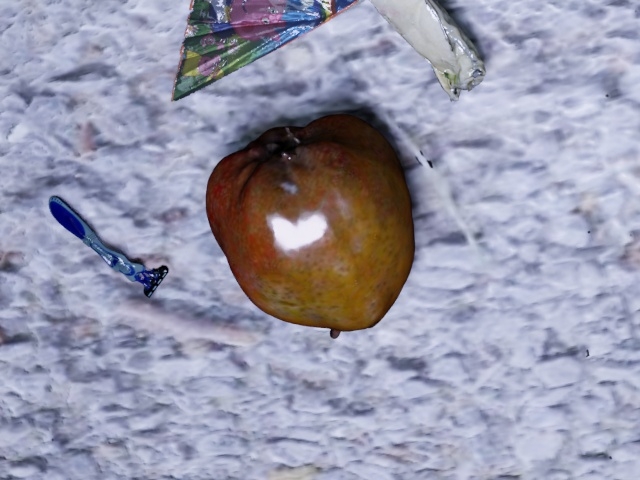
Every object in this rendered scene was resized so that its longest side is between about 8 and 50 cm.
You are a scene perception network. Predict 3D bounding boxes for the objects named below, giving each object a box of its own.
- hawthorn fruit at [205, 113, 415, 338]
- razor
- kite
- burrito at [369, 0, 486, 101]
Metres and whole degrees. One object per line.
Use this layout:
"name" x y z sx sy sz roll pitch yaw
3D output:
"hawthorn fruit" 0.000 0.000 1.665 0.208 0.208 0.248 -9 124 17
"razor" -0.241 0.004 1.806 0.154 0.028 0.044 38 115 -2
"kite" -0.067 -0.275 1.661 0.234 0.016 0.321 15 113 9
"burrito" 0.081 -0.236 1.612 0.058 0.063 0.229 -36 100 14
